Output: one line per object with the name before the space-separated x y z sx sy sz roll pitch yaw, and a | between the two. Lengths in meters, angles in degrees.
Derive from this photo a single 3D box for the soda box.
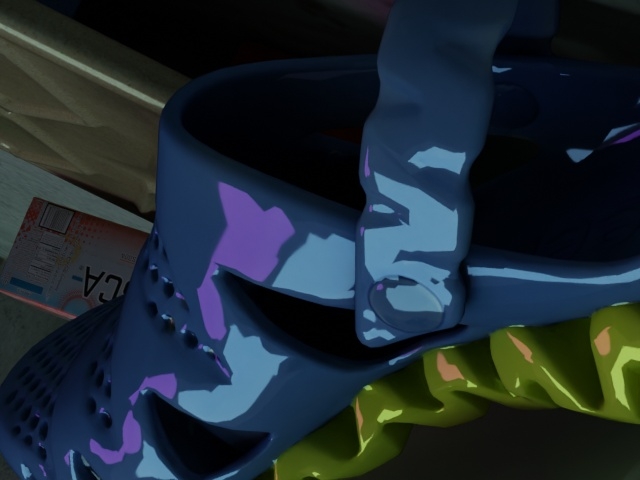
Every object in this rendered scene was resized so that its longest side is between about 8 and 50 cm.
soda box | -0.081 0.032 0.773 0.183 0.058 0.063 17 171 26

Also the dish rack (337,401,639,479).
dish rack | 0.045 0.090 0.548 0.333 0.285 0.072 -16 103 52

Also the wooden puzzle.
wooden puzzle | -0.077 -0.059 0.656 0.348 0.080 0.322 22 172 -7

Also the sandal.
sandal | 0.000 0.000 0.433 0.317 0.126 0.138 -26 119 36
